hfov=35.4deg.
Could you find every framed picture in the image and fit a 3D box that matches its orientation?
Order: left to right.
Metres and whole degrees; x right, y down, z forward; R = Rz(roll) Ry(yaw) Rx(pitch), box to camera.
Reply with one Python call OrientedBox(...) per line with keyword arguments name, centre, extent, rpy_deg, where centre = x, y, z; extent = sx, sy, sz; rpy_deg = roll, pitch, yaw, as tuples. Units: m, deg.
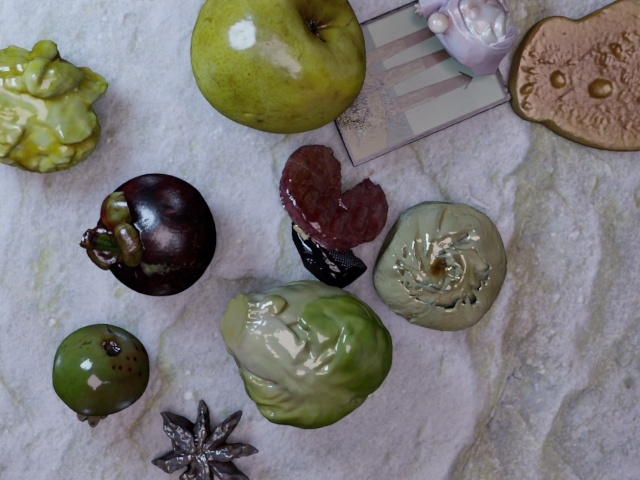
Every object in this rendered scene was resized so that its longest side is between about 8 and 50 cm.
OrientedBox(name="framed picture", centre=(0.162, -0.311, 1.871), extent=(0.324, 0.013, 0.244), rpy_deg=(-23, 90, 0))

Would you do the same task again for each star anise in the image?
OrientedBox(name="star anise", centre=(-0.225, 0.424, 1.931), extent=(0.209, 0.089, 0.231), rpy_deg=(-20, 87, 7))

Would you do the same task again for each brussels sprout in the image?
OrientedBox(name="brussels sprout", centre=(-0.031, 0.209, 1.820), extent=(0.316, 0.243, 0.274), rpy_deg=(8, 142, -7))

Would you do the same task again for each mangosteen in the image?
OrientedBox(name="mangosteen", centre=(-0.312, -0.008, 1.780), extent=(0.228, 0.265, 0.228), rpy_deg=(5, 98, 39))

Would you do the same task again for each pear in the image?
OrientedBox(name="pear", centre=(-0.083, -0.324, 1.739), extent=(0.304, 0.304, 0.304), rpy_deg=(0, 98, -3))

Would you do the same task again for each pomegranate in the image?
OrientedBox(name="pomegranate", centre=(-0.421, 0.256, 1.859), extent=(0.179, 0.179, 0.210), rpy_deg=(41, 106, -8))

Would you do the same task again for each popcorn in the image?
OrientedBox(name="popcorn", centre=(-0.511, -0.232, 1.778), extent=(0.255, 0.195, 0.256), rpy_deg=(-42, 98, 13))

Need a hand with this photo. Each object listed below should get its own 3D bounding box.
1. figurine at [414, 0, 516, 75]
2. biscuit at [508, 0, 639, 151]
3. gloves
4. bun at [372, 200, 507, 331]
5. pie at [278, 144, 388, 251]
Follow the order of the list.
OrientedBox(name="figurine", centre=(0.247, -0.425, 1.802), extent=(0.200, 0.133, 0.276), rpy_deg=(-33, 86, -30))
OrientedBox(name="biscuit", centre=(0.533, -0.319, 1.886), extent=(0.343, 0.057, 0.287), rpy_deg=(15, 97, -5))
OrientedBox(name="gloves", centre=(0.000, 0.001, 1.882), extent=(0.129, 0.106, 0.181), rpy_deg=(-24, 71, -38))
OrientedBox(name="bun", centre=(0.233, 0.051, 1.876), extent=(0.259, 0.152, 0.259), rpy_deg=(0, 96, -2))
OrientedBox(name="pie", centre=(0.021, -0.078, 1.841), extent=(0.219, 0.204, 0.054), rpy_deg=(46, 138, -1))
